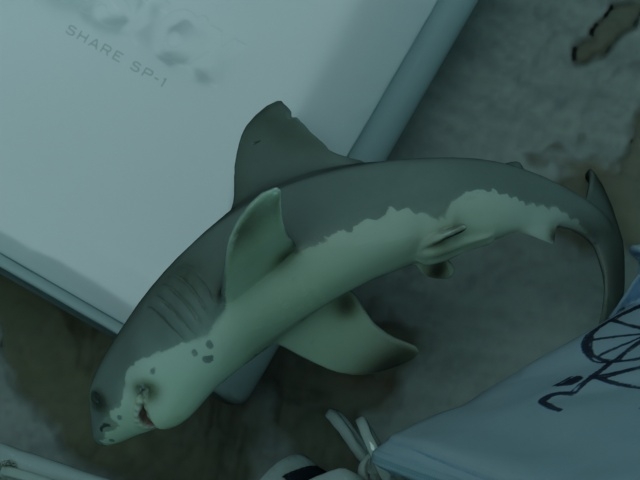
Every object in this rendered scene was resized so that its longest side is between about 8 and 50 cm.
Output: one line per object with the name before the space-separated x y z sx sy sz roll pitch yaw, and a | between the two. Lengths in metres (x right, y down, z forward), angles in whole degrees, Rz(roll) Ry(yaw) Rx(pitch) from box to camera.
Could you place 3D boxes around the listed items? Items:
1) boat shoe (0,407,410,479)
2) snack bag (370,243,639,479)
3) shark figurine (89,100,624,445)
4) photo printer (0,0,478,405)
boat shoe | -0.001 0.146 0.909 0.367 0.136 0.156 6 64 20
snack bag | 0.211 0.029 0.764 0.342 0.323 0.037 -27 105 -19
shark figurine | 0.023 -0.017 0.875 0.278 0.166 0.116 -16 52 -18
photo printer | -0.071 -0.111 0.981 0.256 0.107 0.307 30 82 6
